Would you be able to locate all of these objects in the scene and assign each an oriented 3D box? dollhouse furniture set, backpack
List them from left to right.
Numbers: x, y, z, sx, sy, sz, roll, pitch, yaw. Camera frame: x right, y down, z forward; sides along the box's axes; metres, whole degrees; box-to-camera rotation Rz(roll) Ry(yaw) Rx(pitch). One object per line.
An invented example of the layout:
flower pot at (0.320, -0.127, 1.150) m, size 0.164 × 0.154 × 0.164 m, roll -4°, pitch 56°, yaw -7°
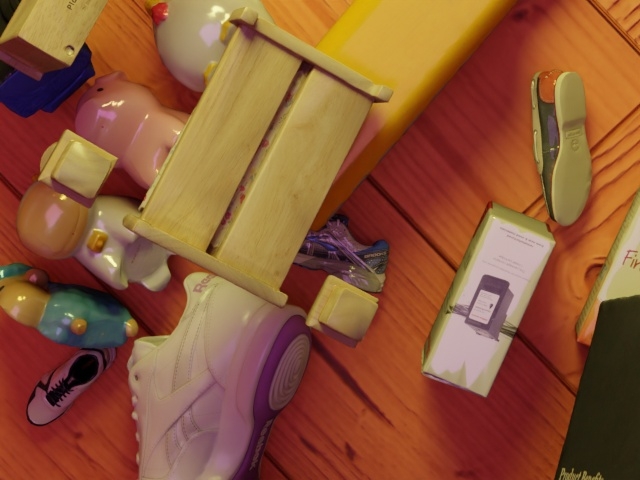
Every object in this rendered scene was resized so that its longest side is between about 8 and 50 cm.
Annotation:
backpack at (-0.264, -0.178, 1.444) m, size 0.098 × 0.101 × 0.120 m, roll -37°, pitch 60°, yaw 7°
dollhouse furniture set at (-0.069, -0.131, 1.330) m, size 0.355 × 0.174 × 0.303 m, roll 29°, pitch 85°, yaw -17°

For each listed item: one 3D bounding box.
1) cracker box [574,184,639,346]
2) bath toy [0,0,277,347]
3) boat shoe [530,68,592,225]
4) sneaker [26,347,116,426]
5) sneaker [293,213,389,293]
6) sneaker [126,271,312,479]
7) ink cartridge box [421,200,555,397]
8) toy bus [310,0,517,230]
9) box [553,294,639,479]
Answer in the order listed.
cracker box at (0.338, 0.010, 1.410) m, size 0.155 × 0.067 × 0.232 m, roll 23°, pitch 100°, yaw 3°
bath toy at (-0.169, -0.080, 1.437) m, size 0.129 × 0.151 × 0.348 m, roll 38°, pitch 103°, yaw 38°
boat shoe at (0.207, -0.082, 1.427) m, size 0.043 × 0.049 × 0.137 m, roll 8°, pitch 105°, yaw 49°
sneaker at (-0.238, 0.133, 1.512) m, size 0.040 × 0.044 × 0.109 m, roll 43°, pitch 102°, yaw -2°
sneaker at (0.000, 0.000, 1.465) m, size 0.135 × 0.052 × 0.058 m, roll 21°, pitch 90°, yaw -4°
sneaker at (-0.119, 0.172, 1.486) m, size 0.152 × 0.114 × 0.305 m, roll 29°, pitch 102°, yaw 23°
ink cartridge box at (0.145, 0.050, 1.418) m, size 0.063 × 0.109 × 0.150 m, roll 23°, pitch 100°, yaw 1°
toy bus at (0.069, -0.169, 1.385) m, size 0.108 × 0.130 × 0.333 m, roll 41°, pitch 101°, yaw 0°
box at (0.413, 0.325, 1.228) m, size 0.479 × 0.297 × 0.472 m, roll 18°, pitch 83°, yaw -8°
